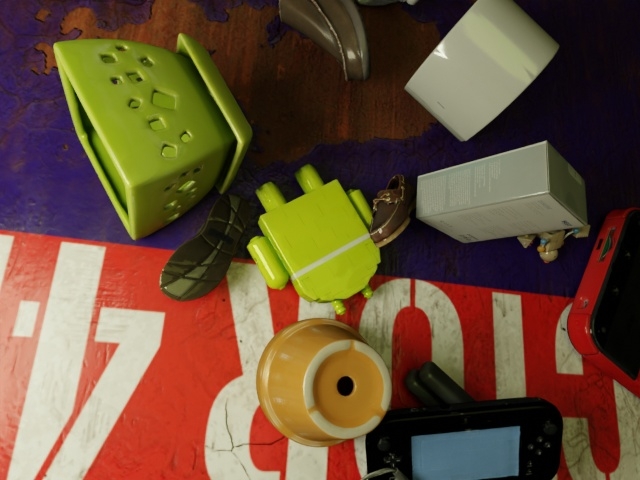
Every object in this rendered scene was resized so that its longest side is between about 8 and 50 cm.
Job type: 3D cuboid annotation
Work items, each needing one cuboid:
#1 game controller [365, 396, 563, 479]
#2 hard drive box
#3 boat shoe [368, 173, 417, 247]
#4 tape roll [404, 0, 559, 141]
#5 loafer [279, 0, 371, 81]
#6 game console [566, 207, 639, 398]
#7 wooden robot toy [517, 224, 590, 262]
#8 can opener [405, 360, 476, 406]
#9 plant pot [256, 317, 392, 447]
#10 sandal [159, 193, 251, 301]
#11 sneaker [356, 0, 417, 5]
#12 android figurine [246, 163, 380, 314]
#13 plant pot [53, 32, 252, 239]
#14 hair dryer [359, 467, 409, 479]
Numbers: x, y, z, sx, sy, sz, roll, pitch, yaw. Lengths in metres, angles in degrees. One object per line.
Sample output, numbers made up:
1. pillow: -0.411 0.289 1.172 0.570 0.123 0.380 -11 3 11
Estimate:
1. game controller: 0.233 0.344 0.698 0.319 0.067 0.166 -5 98 0
2. hard drive box: 0.320 -0.072 0.765 0.181 0.232 0.089 20 70 -41
3. boat shoe: 0.127 -0.061 0.788 0.073 0.073 0.207 55 33 -11
4. tape roll: 0.312 -0.346 0.853 0.169 0.246 0.246 43 69 -3
5. loafer: -0.014 -0.458 0.866 0.130 0.134 0.366 -28 75 3
6. game console: 0.734 0.149 0.958 0.342 0.060 0.386 37 70 -11
7. wooden robot toy: 0.496 0.007 0.926 0.173 0.076 0.079 -14 116 -19
8. can opener: 0.276 0.320 0.779 0.280 0.074 0.093 39 36 -6
9. plant pot: 0.015 0.219 0.656 0.205 0.188 0.205 4 75 -15
10. sandal: -0.191 0.013 0.724 0.090 0.060 0.219 30 56 -13
11. sneaker: 0.092 -0.660 0.924 0.366 0.137 0.210 23 69 -13
12. android figurine: 0.000 0.000 0.778 0.248 0.056 0.273 -30 86 -21
13. plant pot: -0.245 -0.165 0.666 0.207 0.227 0.228 -28 85 -27
14. hair dryer: 0.185 0.477 0.670 0.293 0.080 0.223 6 98 -18
